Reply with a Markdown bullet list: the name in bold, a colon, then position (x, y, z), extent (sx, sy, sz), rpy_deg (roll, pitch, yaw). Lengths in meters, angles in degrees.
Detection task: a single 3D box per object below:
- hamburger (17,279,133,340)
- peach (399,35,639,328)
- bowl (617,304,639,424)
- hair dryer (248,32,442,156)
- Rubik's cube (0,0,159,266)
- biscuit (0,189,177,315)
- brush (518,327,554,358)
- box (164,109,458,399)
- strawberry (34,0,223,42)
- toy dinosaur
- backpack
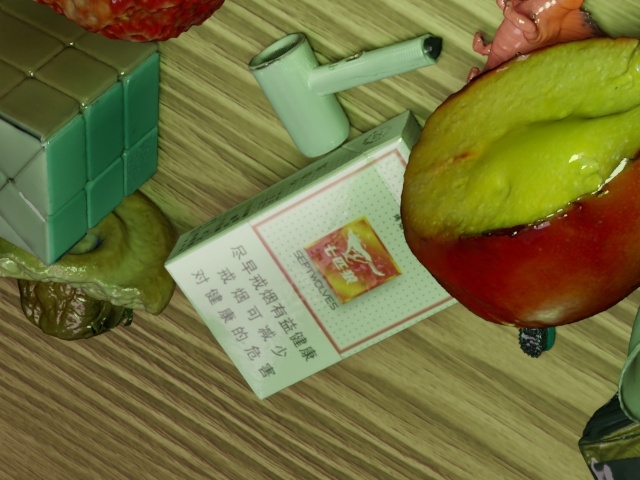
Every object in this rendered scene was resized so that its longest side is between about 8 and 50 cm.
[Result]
- **hamburger**: position (-0.355, 0.050, 2.254), extent (0.183, 0.130, 0.206), rpy_deg (13, 130, 27)
- **peach**: position (0.230, -0.062, 1.530), extent (0.281, 0.281, 0.338), rpy_deg (37, 149, 7)
- **bowl**: position (0.426, 0.059, 1.576), extent (0.313, 0.146, 0.313), rpy_deg (-9, 144, -6)
- **hair dryer**: position (0.044, -0.181, 1.782), extent (0.236, 0.073, 0.131), rpy_deg (-15, 116, 36)
- **Rubik's cube**: position (-0.351, -0.151, 1.991), extent (0.221, 0.224, 0.231), rpy_deg (28, 139, 19)
- **biscuit**: position (-0.318, -0.010, 2.089), extent (0.274, 0.213, 0.091), rpy_deg (9, 136, -10)
- **brush**: position (0.248, 0.062, 1.842), extent (0.043, 0.032, 0.193), rpy_deg (20, 137, 26)
- **box**: position (0.015, 0.022, 1.848), extent (0.330, 0.095, 0.210), rpy_deg (-28, 107, 22)
- **strawberry**: position (-0.212, -0.326, 1.688), extent (0.292, 0.292, 0.310), rpy_deg (33, 133, 11)
- **toy dinosaur**: position (0.222, -0.173, 1.650), extent (0.139, 0.070, 0.286), rpy_deg (19, 141, -6)
- **backpack**: position (0.432, 0.219, 1.766), extent (0.258, 0.133, 0.206), rpy_deg (-29, 95, 43)
